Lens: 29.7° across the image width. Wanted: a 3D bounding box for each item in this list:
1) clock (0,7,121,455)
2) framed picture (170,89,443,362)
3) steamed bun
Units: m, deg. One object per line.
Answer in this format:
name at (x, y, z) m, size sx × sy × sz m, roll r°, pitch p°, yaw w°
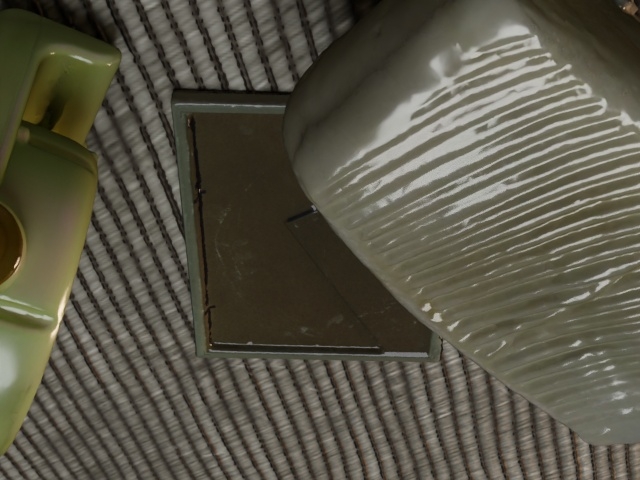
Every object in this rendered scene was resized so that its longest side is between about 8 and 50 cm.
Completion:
clock at (-0.252, 0.029, 0.884) m, size 0.117 × 0.348 × 0.286 m, roll 19°, pitch 136°, yaw -17°
framed picture at (0.000, 0.000, 1.084) m, size 0.247 × 0.022 × 0.335 m, roll 1°, pitch 138°, yaw 1°
steamed bun at (0.163, -0.049, 0.862) m, size 0.383 × 0.236 × 0.247 m, roll 40°, pitch 122°, yaw -22°
